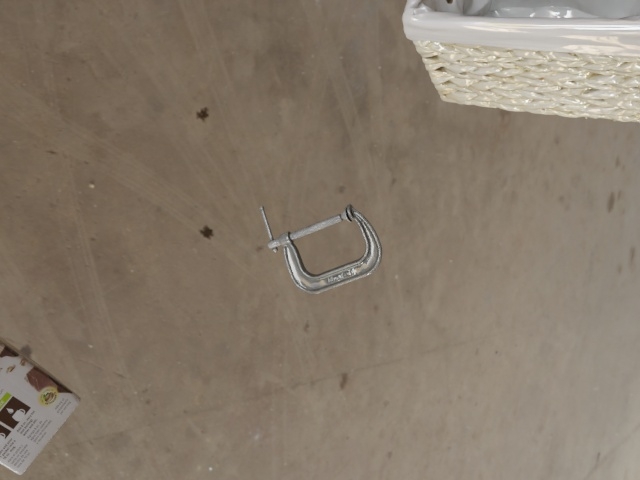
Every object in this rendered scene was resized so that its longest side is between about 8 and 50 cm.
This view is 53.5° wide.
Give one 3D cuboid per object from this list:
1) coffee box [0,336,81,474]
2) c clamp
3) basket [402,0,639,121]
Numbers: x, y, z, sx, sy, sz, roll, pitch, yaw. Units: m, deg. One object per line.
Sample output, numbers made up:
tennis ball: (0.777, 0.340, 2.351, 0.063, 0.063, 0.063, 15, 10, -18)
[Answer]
coffee box: (-0.473, 0.148, 0.796, 0.297, 0.168, 0.119, 48, 65, -29)
c clamp: (0.000, 0.000, 0.855, 0.022, 0.160, 0.137, -10, 85, -68)
basket: (0.155, -0.149, 0.414, 0.103, 0.167, 0.113, 49, 58, -57)
